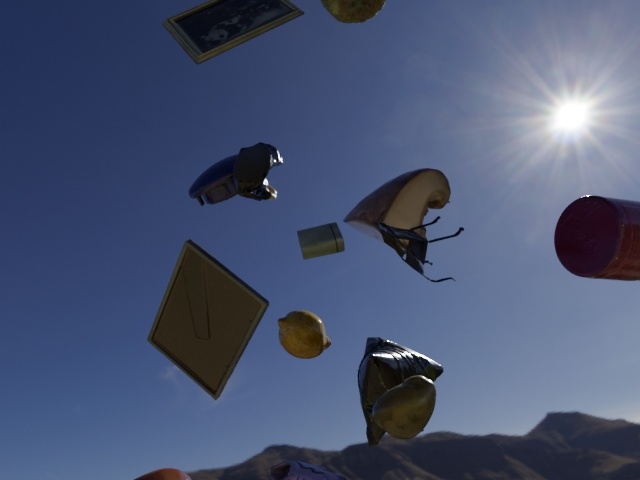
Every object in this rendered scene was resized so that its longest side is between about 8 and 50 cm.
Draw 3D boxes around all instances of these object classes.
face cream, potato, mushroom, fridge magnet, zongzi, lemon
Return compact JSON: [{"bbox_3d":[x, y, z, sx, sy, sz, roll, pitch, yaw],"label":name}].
[{"bbox_3d":[0.634,-0.001,1.015,0.194,0.175,0.175,6,-35,-17],"label":"face cream"},{"bbox_3d":[0.251,0.476,1.380,0.194,0.157,0.157,-45,-30,-13],"label":"potato"},{"bbox_3d":[0.256,-0.132,1.798,0.224,0.314,0.397,32,-7,-24],"label":"mushroom"},{"bbox_3d":[-0.302,-0.203,1.542,0.265,0.265,0.113,-23,-71,21],"label":"fridge magnet"},{"bbox_3d":[0.229,0.445,1.652,0.318,0.383,0.363,11,-52,26],"label":"zongzi"},{"bbox_3d":[-0.066,0.367,1.863,0.244,0.187,0.186,31,-48,-25],"label":"lemon"}]

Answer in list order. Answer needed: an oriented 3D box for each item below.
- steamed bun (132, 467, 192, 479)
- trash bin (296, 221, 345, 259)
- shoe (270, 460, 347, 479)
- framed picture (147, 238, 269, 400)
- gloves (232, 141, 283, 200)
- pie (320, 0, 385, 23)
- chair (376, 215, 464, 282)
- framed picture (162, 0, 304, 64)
[{"bbox_3d":[-0.314,0.585,0.760,0.248,0.380,0.235,26,-4,-44],"label":"steamed bun"},{"bbox_3d":[0.000,0.000,1.481,0.129,0.116,0.059,-12,-56,-4],"label":"trash bin"},{"bbox_3d":[-0.026,0.589,1.139,0.137,0.095,0.245,19,-14,-21],"label":"shoe"},{"bbox_3d":[-0.268,0.188,1.095,0.020,0.240,0.324,-30,-28,-60],"label":"framed picture"},{"bbox_3d":[-0.155,-0.164,1.208,0.124,0.164,0.203,35,-17,0],"label":"gloves"},{"bbox_3d":[0.084,-0.638,1.203,0.186,0.041,0.187,-2,-45,-2],"label":"pie"},{"bbox_3d":[0.243,0.018,1.231,0.213,0.174,0.149,2,-71,-21],"label":"chair"},{"bbox_3d":[-0.220,-0.550,1.174,0.296,0.232,0.019,-32,-33,-13],"label":"framed picture"}]
